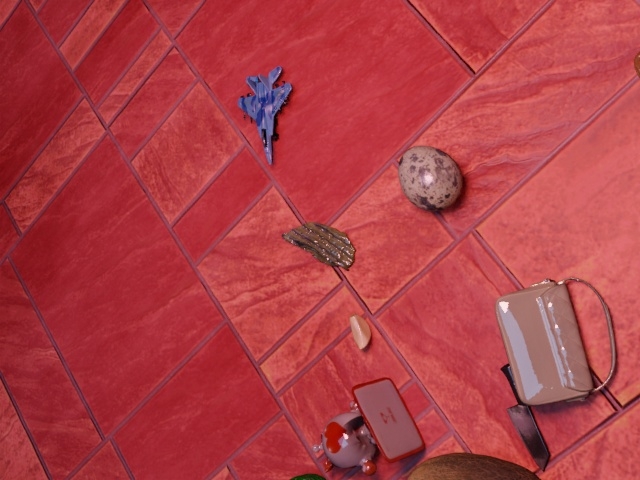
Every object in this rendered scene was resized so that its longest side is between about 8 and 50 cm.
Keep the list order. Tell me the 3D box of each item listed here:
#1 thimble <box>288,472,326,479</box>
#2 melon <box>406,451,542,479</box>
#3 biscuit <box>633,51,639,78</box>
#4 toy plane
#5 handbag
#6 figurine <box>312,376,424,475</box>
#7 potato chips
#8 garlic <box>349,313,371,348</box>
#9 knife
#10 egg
[{"bbox_3d":[-0.039,0.617,1.919,0.118,0.090,0.130,39,105,30],"label":"thimble"},{"bbox_3d":[0.316,0.552,1.620,0.329,0.248,0.249,7,90,35],"label":"melon"},{"bbox_3d":[0.728,-0.329,1.555,0.208,0.041,0.290,-25,75,26],"label":"biscuit"},{"bbox_3d":[-0.134,-0.314,2.056,0.169,0.078,0.246,-12,87,30],"label":"toy plane"},{"bbox_3d":[0.485,0.204,1.648,0.219,0.079,0.256,-15,79,14],"label":"handbag"},{"bbox_3d":[0.081,0.451,1.839,0.226,0.160,0.183,-40,67,32],"label":"figurine"},{"bbox_3d":[0.000,0.000,1.978,0.207,0.028,0.092,28,100,28],"label":"potato chips"},{"bbox_3d":[0.092,0.211,1.890,0.041,0.053,0.083,-23,83,26],"label":"garlic"},{"bbox_3d":[0.426,0.373,1.699,0.060,0.028,0.230,-31,74,38],"label":"knife"},{"bbox_3d":[0.238,-0.141,1.784,0.132,0.132,0.172,-50,52,18],"label":"egg"}]
